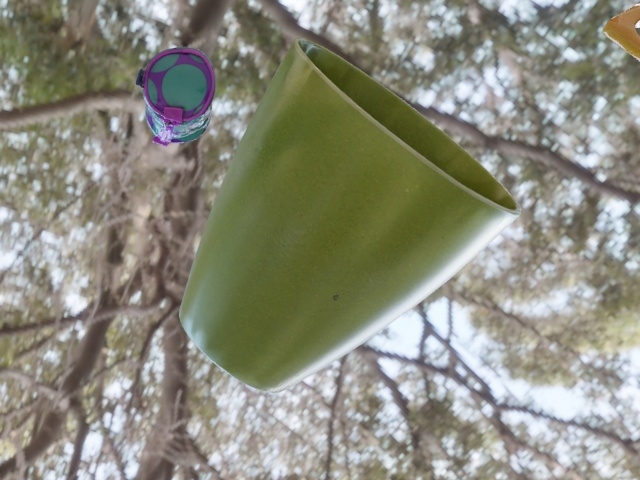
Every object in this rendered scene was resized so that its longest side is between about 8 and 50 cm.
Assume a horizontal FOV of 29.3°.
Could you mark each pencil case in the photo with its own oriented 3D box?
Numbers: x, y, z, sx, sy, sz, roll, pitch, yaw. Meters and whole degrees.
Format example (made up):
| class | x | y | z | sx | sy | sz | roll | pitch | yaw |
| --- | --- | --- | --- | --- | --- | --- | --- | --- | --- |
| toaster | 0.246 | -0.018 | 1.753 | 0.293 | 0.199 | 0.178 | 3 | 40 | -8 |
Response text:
| class | x | y | z | sx | sy | sz | roll | pitch | yaw |
| --- | --- | --- | --- | --- | --- | --- | --- | --- | --- |
| pencil case | -0.126 | -0.124 | 1.076 | 0.065 | 0.152 | 0.070 | 23 | -95 | -5 |

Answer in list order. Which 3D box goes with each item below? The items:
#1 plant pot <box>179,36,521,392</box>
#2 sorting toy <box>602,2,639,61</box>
| class | x | y | z | sx | sy | sz | roll | pitch | yaw |
| --- | --- | --- | --- | --- | --- | --- | --- | --- | --- |
| plant pot | 0.000 | 0.000 | 1.214 | 0.275 | 0.293 | 0.275 | 35 | -166 | -10 |
| sorting toy | 0.339 | -0.190 | 1.016 | 0.348 | 0.047 | 0.196 | -18 | -122 | -36 |
